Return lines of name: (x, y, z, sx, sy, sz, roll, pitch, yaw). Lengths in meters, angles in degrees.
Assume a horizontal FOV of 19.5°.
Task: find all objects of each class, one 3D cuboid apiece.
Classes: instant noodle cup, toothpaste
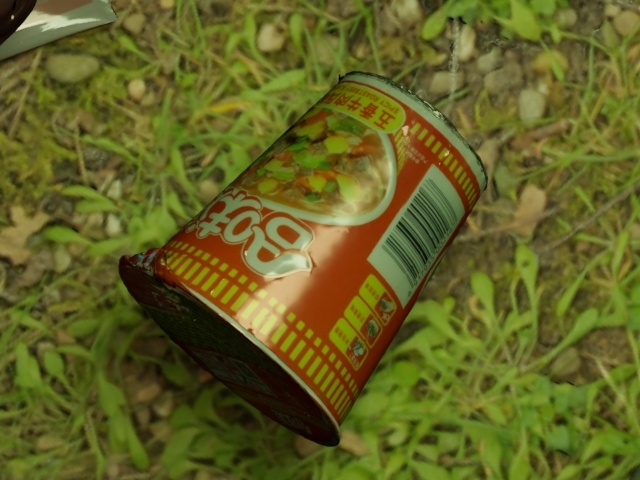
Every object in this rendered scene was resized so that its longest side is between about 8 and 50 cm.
instant noodle cup: (0.000, 0.000, 1.276, 0.193, 0.193, 0.212, 40, 75, -2)
toothpaste: (-0.245, -0.149, 1.320, 0.194, 0.043, 0.067, -25, 86, -14)

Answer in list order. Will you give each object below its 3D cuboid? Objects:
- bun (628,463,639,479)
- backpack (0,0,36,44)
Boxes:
bun: (0.340, 0.274, 1.239, 0.354, 0.194, 0.354, 9, 60, -15)
backpack: (-0.254, -0.321, 1.250, 0.317, 0.197, 0.283, 42, 71, 1)
